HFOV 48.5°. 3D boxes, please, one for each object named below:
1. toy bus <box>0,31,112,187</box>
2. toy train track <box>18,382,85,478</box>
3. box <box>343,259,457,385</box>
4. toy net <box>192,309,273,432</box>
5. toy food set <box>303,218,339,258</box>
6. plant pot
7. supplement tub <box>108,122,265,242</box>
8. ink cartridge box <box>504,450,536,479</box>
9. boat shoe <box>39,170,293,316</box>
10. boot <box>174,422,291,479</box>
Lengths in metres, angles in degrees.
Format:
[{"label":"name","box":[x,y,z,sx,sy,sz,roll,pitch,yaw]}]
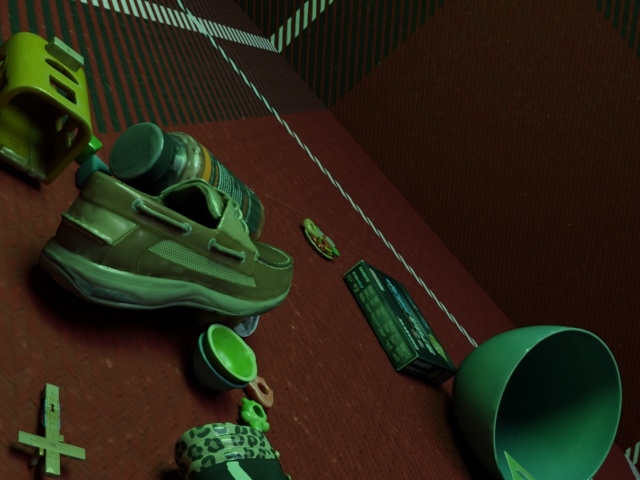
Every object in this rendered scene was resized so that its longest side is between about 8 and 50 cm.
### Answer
[{"label":"toy bus","box":[-0.289,-0.155,0.721,0.202,0.104,0.191,50,15,1]},{"label":"toy train track","box":[-0.189,0.133,0.491,0.048,0.014,0.083,30,18,-33]},{"label":"box","box":[0.148,0.154,1.306,0.175,0.051,0.220,30,25,-51]},{"label":"toy net","box":[-0.085,0.106,0.783,0.122,0.045,0.232,43,16,-19]},{"label":"toy food set","box":[0.000,0.000,1.319,0.082,0.020,0.083,32,23,-49]},{"label":"plant pot","box":[0.342,0.274,1.227,0.290,0.290,0.195,42,-14,-27]},{"label":"supplement tub","box":[-0.151,-0.054,0.814,0.106,0.106,0.198,60,8,34]},{"label":"ink cartridge box","box":[0.297,0.425,1.029,0.109,0.062,0.209,43,21,-24]},{"label":"boat shoe","box":[-0.118,0.002,0.708,0.123,0.116,0.324,24,7,27]},{"label":"boot","box":[-0.013,0.247,0.575,0.236,0.085,0.178,33,20,-46]}]
